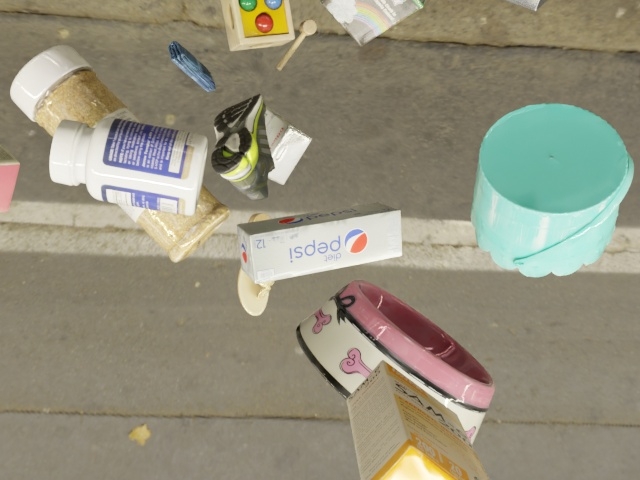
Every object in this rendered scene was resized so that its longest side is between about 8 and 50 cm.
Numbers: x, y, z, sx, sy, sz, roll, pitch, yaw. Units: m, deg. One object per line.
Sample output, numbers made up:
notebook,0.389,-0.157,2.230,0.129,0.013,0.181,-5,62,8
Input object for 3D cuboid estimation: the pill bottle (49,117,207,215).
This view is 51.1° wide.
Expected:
pill bottle,-0.250,-0.102,0.885,0.187,0.112,0.112,10,102,-8

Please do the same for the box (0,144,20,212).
box,-0.751,-0.132,1.328,0.149,0.232,0.127,37,117,23

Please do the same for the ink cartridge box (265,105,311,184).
ink cartridge box,-0.113,-0.224,1.549,0.072,0.175,0.127,26,103,-37

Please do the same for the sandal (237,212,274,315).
sandal,-0.130,0.056,1.534,0.088,0.079,0.240,6,87,-40

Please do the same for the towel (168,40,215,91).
towel,-0.270,-0.369,1.414,0.029,0.067,0.119,-36,141,15

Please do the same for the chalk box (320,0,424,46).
chalk box,0.128,-0.508,1.303,0.213,0.132,0.132,-22,128,42

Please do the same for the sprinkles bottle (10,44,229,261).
sprinkles bottle,-0.301,-0.129,1.019,0.121,0.121,0.355,-44,93,6

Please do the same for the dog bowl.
dog bowl,0.159,0.231,1.298,0.408,0.408,0.150,34,99,-11

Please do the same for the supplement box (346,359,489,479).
supplement box,0.052,0.112,0.356,0.062,0.098,0.036,38,99,-11

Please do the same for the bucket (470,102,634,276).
bucket,0.402,-0.094,1.188,0.281,0.281,0.183,-19,147,0

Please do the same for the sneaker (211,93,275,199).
sneaker,-0.150,-0.192,1.369,0.111,0.300,0.121,-18,129,18

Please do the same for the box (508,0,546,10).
box,0.466,-0.626,1.447,0.143,0.270,0.165,27,131,16

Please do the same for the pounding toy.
pounding toy,-0.095,-0.469,1.464,0.206,0.094,0.181,-13,99,-22

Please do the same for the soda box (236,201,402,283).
soda box,0.000,0.000,1.210,0.286,0.098,0.091,-10,106,-19
